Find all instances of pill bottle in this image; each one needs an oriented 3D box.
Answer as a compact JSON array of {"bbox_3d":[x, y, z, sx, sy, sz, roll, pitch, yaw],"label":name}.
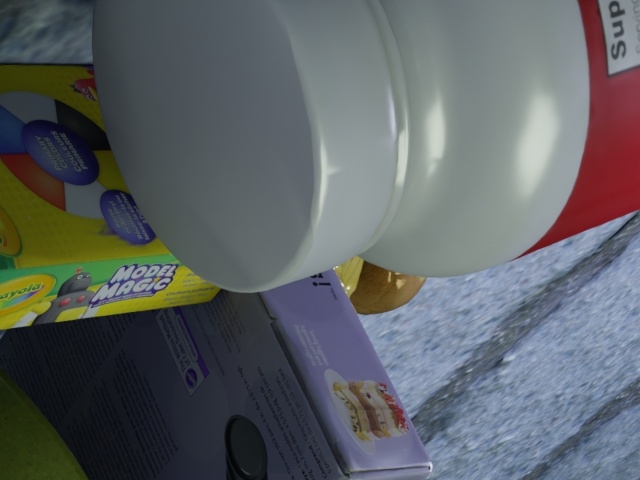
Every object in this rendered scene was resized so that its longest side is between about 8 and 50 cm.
[{"bbox_3d":[0.104,-0.115,0.970,0.408,0.229,0.229,-20,155,-33],"label":"pill bottle"}]

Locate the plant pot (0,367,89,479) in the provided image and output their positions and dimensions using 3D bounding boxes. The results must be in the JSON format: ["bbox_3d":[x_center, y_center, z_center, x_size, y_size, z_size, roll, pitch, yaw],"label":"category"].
[{"bbox_3d":[-0.298,0.219,1.000,0.353,0.366,0.366,-36,163,-33],"label":"plant pot"}]

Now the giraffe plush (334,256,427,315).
[{"bbox_3d":[0.000,0.000,1.213,0.170,0.181,0.210,-26,125,-49],"label":"giraffe plush"}]

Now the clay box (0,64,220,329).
[{"bbox_3d":[-0.144,-0.024,0.939,0.222,0.127,0.053,-6,144,-53],"label":"clay box"}]

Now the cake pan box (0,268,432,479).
[{"bbox_3d":[-0.075,0.087,1.094,0.070,0.267,0.245,1,139,-41],"label":"cake pan box"}]
